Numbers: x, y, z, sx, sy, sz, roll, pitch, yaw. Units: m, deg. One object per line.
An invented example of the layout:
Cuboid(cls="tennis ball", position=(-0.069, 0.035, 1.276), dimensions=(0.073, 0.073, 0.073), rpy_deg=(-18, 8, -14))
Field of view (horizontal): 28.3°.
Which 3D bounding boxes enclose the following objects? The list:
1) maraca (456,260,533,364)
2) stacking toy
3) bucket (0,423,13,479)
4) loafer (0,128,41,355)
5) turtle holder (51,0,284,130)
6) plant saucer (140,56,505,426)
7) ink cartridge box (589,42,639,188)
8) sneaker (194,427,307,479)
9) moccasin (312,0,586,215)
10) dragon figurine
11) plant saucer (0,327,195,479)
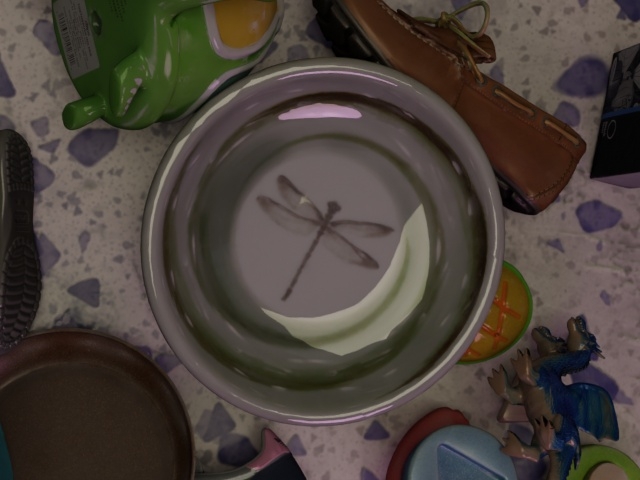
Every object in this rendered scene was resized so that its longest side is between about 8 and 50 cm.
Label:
Cuboid(cls="maraca", position=(0.157, 0.089, 1.485), dimensions=(0.185, 0.099, 0.127), rpy_deg=(-21, 95, 8))
Cuboid(cls="stacking toy", position=(0.251, 0.296, 1.439), dimensions=(0.279, 0.130, 0.309), rpy_deg=(-41, 89, -20))
Cuboid(cls="bucket", position=(-0.429, 0.196, 1.264), dimensions=(0.183, 0.281, 0.281), rpy_deg=(-19, 93, -7))
Cuboid(cls="loafer", position=(-0.370, 0.004, 1.413), dimensions=(0.087, 0.094, 0.251), rpy_deg=(-3, 81, 15))
Cuboid(cls="turtle holder", position=(-0.156, -0.262, 1.330), dimensions=(0.227, 0.320, 0.243), rpy_deg=(-16, 66, -32))
Cuboid(cls="plant saucer", position=(0.000, 0.000, 1.395), dimensions=(0.400, 0.100, 0.401), rpy_deg=(-2, 98, -12))
Cuboid(cls="ink cartridge box", position=(0.396, -0.148, 1.400), dimensions=(0.065, 0.332, 0.165), rpy_deg=(12, 87, -10))
Cuboid(cls="sneaker", position=(-0.169, 0.316, 1.444), dimensions=(0.319, 0.112, 0.131), rpy_deg=(-18, 74, -9))
Cuboid(cls="moccasin", position=(0.152, -0.192, 1.459), dimensions=(0.380, 0.139, 0.147), rpy_deg=(38, 84, -8))
Cuboid(cls="dragon figurine", position=(0.277, 0.203, 1.427), dimensions=(0.144, 0.085, 0.289), rpy_deg=(11, 50, -30))
Cuboid(cls="plant saucer", position=(-0.286, 0.250, 1.391), dimensions=(0.310, 0.050, 0.311), rpy_deg=(-2, 70, 4))
